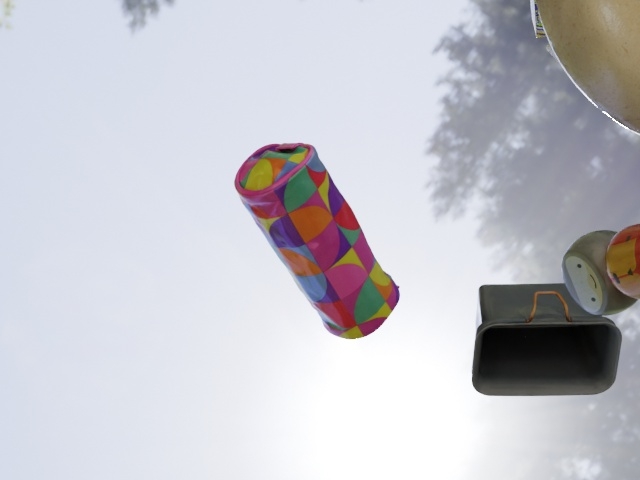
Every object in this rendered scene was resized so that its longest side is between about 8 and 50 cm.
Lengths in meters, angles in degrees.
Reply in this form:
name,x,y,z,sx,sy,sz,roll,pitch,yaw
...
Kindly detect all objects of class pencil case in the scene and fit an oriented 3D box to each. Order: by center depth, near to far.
name,x,y,z,sx,sy,sz,roll,pitch,yaw
pencil case,0.000,0.000,1.388,0.236,0.104,0.104,58,-139,-33

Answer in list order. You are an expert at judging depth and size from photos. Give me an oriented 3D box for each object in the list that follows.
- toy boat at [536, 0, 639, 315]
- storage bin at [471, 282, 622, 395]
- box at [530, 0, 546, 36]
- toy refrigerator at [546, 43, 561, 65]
name,x,y,z,sx,sy,sz,roll,pitch,yaw
toy boat,0.265,-0.100,1.000,0.267,0.148,0.318,20,-106,-14
storage bin,0.205,0.081,1.213,0.135,0.098,0.091,-1,-148,-2
box,0.308,-0.261,1.360,0.169,0.059,0.054,-7,-141,6
toy refrigerator,0.455,-0.330,1.810,0.269,0.102,0.094,-39,-92,-19
